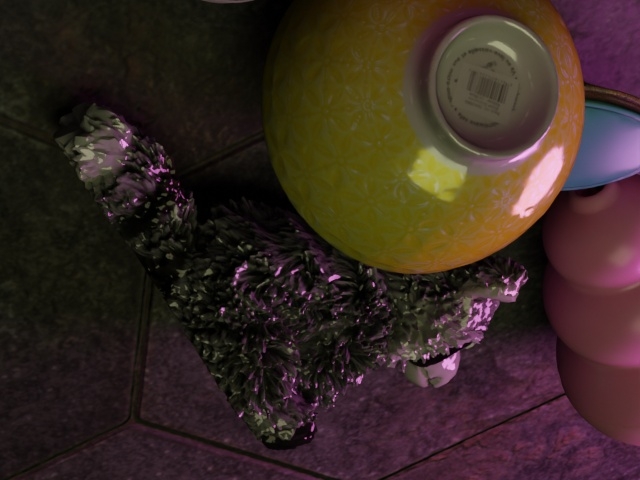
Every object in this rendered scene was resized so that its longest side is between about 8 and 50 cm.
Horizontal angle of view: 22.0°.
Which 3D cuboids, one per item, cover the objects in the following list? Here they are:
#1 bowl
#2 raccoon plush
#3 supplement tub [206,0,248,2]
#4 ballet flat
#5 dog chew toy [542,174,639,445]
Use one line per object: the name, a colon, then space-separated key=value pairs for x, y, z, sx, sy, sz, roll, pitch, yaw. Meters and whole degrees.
bowl: x=0.110 y=-0.117 z=1.355 sx=0.289 sy=0.156 sz=0.289 roll=1 pitch=89 yaw=-21
raccoon plush: x=0.000 y=0.000 z=1.514 sx=0.299 sy=0.216 sz=0.446 roll=-33 pitch=135 yaw=0
supplement tub: x=0.018 y=-0.292 z=1.115 sx=0.316 sy=0.228 sz=0.228 roll=-4 pitch=153 yaw=43
ballet flat: x=0.153 y=-0.106 z=1.521 sx=0.348 sy=0.123 sz=0.123 roll=-9 pitch=135 yaw=-23
dog chew toy: x=0.322 y=0.061 z=1.699 sx=0.206 sy=0.206 sz=0.332 roll=-26 pitch=128 yaw=4
